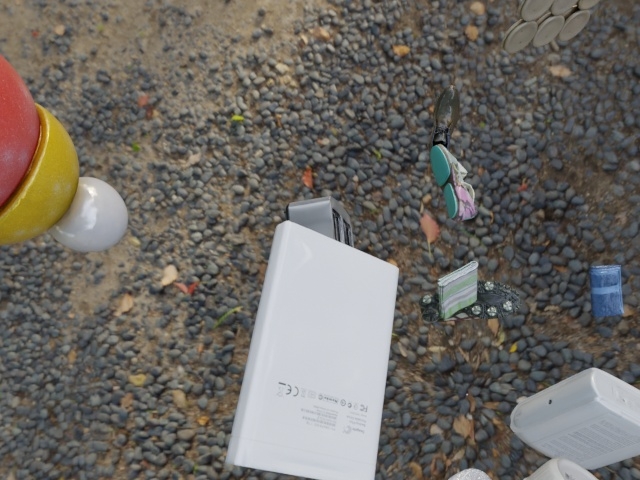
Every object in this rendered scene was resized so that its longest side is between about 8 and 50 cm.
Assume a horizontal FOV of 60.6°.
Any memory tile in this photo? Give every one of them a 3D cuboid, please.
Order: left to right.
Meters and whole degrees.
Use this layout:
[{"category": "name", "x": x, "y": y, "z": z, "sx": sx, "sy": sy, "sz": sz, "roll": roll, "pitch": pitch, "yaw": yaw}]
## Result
[{"category": "memory tile", "x": 0.233, "y": -0.242, "z": 0.502, "sx": 0.113, "sy": 0.148, "sz": 0.012, "roll": -19, "pitch": 62, "yaw": -21}]

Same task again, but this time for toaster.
[{"category": "toaster", "x": 0.000, "y": 0.000, "z": 1.185, "sx": 0.110, "sy": 0.168, "sz": 0.185, "roll": -11, "pitch": 71, "yaw": 16}]

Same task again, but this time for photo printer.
[{"category": "photo printer", "x": 0.644, "y": 0.449, "z": 1.337, "sx": 0.256, "sy": 0.307, "sz": 0.107, "roll": 28, "pitch": 47, "yaw": -9}]

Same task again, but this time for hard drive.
[{"category": "hard drive", "x": 0.004, "y": 0.172, "z": 0.837, "sx": 0.047, "sy": 0.233, "sz": 0.352, "roll": -23, "pitch": 50, "yaw": 53}]

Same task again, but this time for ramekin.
[{"category": "ramekin", "x": 0.524, "y": 0.551, "z": 1.127, "sx": 0.207, "sy": 0.207, "sz": 0.109, "roll": 39, "pitch": 108, "yaw": 21}]

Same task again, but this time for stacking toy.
[{"category": "stacking toy", "x": -0.456, "y": -0.102, "z": 0.724, "sx": 0.351, "sy": 0.480, "sz": 0.350, "roll": -12, "pitch": 61, "yaw": 23}]

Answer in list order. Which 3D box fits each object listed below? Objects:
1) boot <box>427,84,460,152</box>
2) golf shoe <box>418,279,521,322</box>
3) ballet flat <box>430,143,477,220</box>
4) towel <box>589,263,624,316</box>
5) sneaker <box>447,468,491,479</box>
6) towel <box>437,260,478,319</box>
[{"category": "boot", "x": 0.366, "y": -0.332, "z": 1.596, "sx": 0.082, "sy": 0.219, "sz": 0.106, "roll": 6, "pitch": 36, "yaw": 1}, {"category": "golf shoe", "x": 0.414, "y": 0.173, "z": 1.517, "sx": 0.273, "sy": 0.120, "sz": 0.105, "roll": -7, "pitch": 74, "yaw": 23}, {"category": "ballet flat", "x": 0.338, "y": -0.144, "z": 1.373, "sx": 0.079, "sy": 0.077, "sz": 0.221, "roll": -1, "pitch": 59, "yaw": -18}, {"category": "towel", "x": 0.645, "y": 0.115, "z": 1.237, "sx": 0.067, "sy": 0.029, "sz": 0.119, "roll": -7, "pitch": 101, "yaw": 4}, {"category": "sneaker", "x": 0.317, "y": 0.769, "z": 1.415, "sx": 0.137, "sy": 0.210, "sz": 0.366, "roll": 31, "pitch": 56, "yaw": 19}, {"category": "towel", "x": 0.341, "y": 0.126, "z": 1.346, "sx": 0.113, "sy": 0.152, "sz": 0.023, "roll": -27, "pitch": 46, "yaw": -9}]
